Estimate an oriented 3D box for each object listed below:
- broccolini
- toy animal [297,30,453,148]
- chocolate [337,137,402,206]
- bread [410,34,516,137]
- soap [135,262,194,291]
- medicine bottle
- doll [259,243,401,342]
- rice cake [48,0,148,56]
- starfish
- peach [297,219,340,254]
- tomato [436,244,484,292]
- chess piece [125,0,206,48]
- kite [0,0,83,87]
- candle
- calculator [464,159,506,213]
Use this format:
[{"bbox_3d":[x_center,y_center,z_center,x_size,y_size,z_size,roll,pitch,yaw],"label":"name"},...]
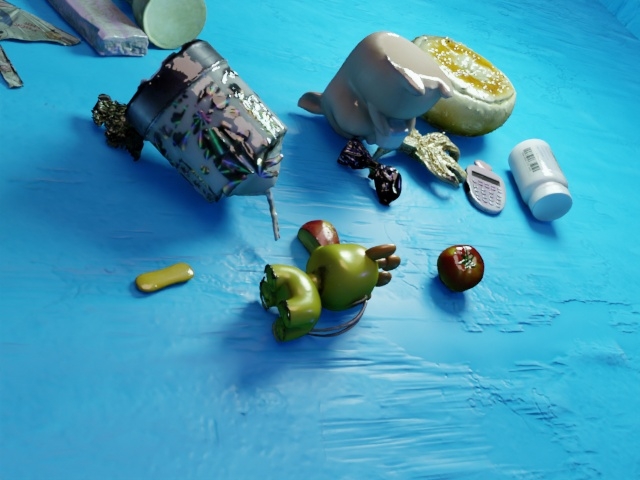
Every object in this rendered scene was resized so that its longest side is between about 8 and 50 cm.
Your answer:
[{"bbox_3d":[-0.305,-0.250,1.106,0.123,0.062,0.271,40,46,-11],"label":"broccolini"},{"bbox_3d":[0.120,-0.290,1.247,0.195,0.256,0.213,-8,64,-40],"label":"toy animal"},{"bbox_3d":[0.104,-0.136,1.229,0.147,0.072,0.070,44,2,5],"label":"chocolate"},{"bbox_3d":[0.320,-0.368,1.501,0.306,0.158,0.305,14,47,-15],"label":"bread"},{"bbox_3d":[-0.222,0.053,0.885,0.089,0.012,0.034,-16,58,-40],"label":"soap"},{"bbox_3d":[0.502,-0.139,1.415,0.103,0.103,0.186,13,43,-18],"label":"medicine bottle"},{"bbox_3d":[0.023,0.065,0.925,0.221,0.143,0.135,-11,53,-28],"label":"doll"},{"bbox_3d":[-0.472,-0.471,1.241,0.106,0.050,0.298,-26,64,-43],"label":"rice cake"},{"bbox_3d":[0.212,-0.196,1.343,0.238,0.071,0.216,40,36,22],"label":"starfish"},{"bbox_3d":[0.000,0.000,1.038,0.077,0.050,0.083,19,46,-10],"label":"peach"},{"bbox_3d":[0.248,0.051,1.107,0.087,0.075,0.087,11,60,-19],"label":"tomato"},{"bbox_3d":[-0.362,-0.532,1.309,0.144,0.144,0.251,-13,51,-38],"label":"chess piece"},{"bbox_3d":[-0.598,-0.370,1.102,0.335,0.011,0.314,-12,56,-36],"label":"kite"},{"bbox_3d":[-0.150,-0.153,0.996,0.330,0.187,0.187,47,41,-6],"label":"candle"},{"bbox_3d":[0.366,-0.121,1.382,0.103,0.024,0.166,20,44,-10],"label":"calculator"}]
